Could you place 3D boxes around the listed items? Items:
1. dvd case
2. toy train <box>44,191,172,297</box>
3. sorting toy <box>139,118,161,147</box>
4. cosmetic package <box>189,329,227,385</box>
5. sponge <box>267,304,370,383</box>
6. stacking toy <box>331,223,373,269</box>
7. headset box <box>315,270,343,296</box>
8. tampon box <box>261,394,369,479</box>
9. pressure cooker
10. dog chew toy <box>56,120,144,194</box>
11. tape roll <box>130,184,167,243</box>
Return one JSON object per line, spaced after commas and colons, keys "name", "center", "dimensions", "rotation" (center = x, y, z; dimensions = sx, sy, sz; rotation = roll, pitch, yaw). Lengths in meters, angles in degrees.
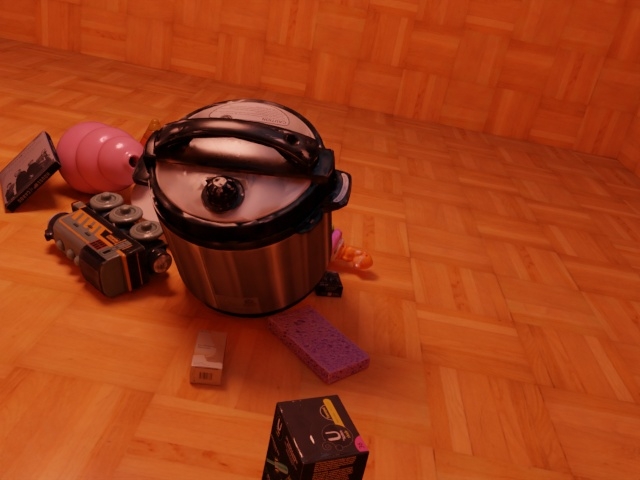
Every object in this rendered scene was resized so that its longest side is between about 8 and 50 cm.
{"name": "dvd case", "center": [-0.791, -0.192, 1.645], "dimensions": [0.029, 0.179, 0.238], "rotation": [47, -1, -40]}
{"name": "toy train", "center": [-0.490, 0.002, 1.392], "dimensions": [0.334, 0.142, 0.190], "rotation": [30, 41, 34]}
{"name": "sorting toy", "center": [-0.500, -0.311, 2.034], "dimensions": [0.127, 0.126, 0.365], "rotation": [-12, 33, -40]}
{"name": "cosmetic package", "center": [-0.211, 0.221, 1.150], "dimensions": [0.060, 0.041, 0.115], "rotation": [7, 26, -8]}
{"name": "sponge", "center": [-0.006, 0.212, 1.265], "dimensions": [0.117, 0.031, 0.210], "rotation": [-11, 33, -39]}
{"name": "stacking toy", "center": [0.000, 0.000, 1.595], "dimensions": [0.301, 0.166, 0.175], "rotation": [26, 37, 5]}
{"name": "headset box", "center": [0.017, 0.104, 1.495], "dimensions": [0.062, 0.032, 0.083], "rotation": [6, 28, -11]}
{"name": "tampon box", "center": [-0.011, 0.327, 0.875], "dimensions": [0.101, 0.161, 0.120], "rotation": [-1, 28, -24]}
{"name": "pressure cooker", "center": [-0.149, -0.082, 1.251], "dimensions": [0.369, 0.420, 0.375], "rotation": [-29, 58, -17]}
{"name": "dog chew toy", "center": [-0.586, -0.223, 1.663], "dimensions": [0.206, 0.207, 0.331], "rotation": [-14, 16, -41]}
{"name": "tape roll", "center": [-0.317, -0.131, 1.653], "dimensions": [0.391, 0.072, 0.392], "rotation": [-4, 39, 4]}
